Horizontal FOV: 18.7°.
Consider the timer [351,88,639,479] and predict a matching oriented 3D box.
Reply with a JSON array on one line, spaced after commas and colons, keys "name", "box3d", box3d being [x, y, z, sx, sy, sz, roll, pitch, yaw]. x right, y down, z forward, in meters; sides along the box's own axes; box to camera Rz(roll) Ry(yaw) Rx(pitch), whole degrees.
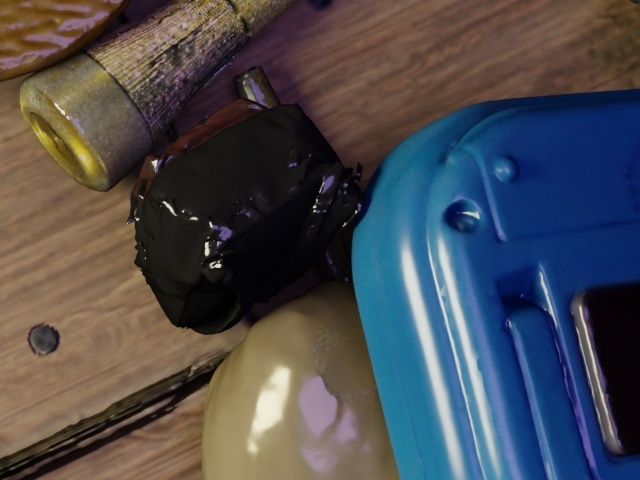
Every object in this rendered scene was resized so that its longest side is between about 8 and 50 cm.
[{"name": "timer", "box3d": [0.189, 0.061, 1.161, 0.340, 0.115, 0.309, -7, 79, -35]}]

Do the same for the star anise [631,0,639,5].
[{"name": "star anise", "box3d": [0.291, -0.147, 1.233, 0.223, 0.109, 0.236, -21, 62, -34]}]

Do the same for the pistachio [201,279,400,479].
[{"name": "pistachio", "box3d": [-0.005, 0.134, 1.170, 0.152, 0.126, 0.223, 11, 94, 30]}]

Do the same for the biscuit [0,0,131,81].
[{"name": "biscuit", "box3d": [-0.218, -0.212, 1.166, 0.262, 0.037, 0.262, 1, 76, -4]}]

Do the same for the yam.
[{"name": "yam", "box3d": [0.001, -0.001, 1.227, 0.027, 0.029, 0.234, -24, 93, 32]}]

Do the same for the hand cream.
[{"name": "hand cream", "box3d": [-0.087, -0.120, 1.196, 0.203, 0.084, 0.084, -41, 96, -17]}]

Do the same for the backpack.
[{"name": "backpack", "box3d": [-0.058, -0.011, 1.147, 0.120, 0.165, 0.106, -32, 83, -27]}]
